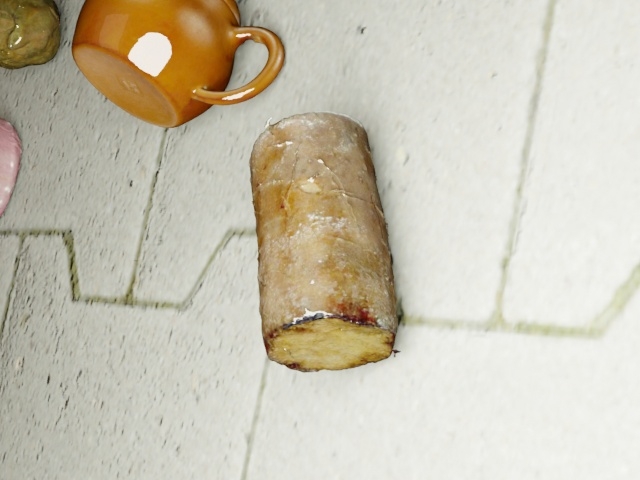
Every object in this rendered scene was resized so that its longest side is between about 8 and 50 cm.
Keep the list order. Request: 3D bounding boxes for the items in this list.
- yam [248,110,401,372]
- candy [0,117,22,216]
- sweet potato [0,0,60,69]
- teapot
[{"bbox_3d":[-0.001,0.001,0.812,0.079,0.079,0.141,-35,48,39],"label":"yam"},{"bbox_3d":[-0.291,-0.058,1.237,0.103,0.043,0.103,-25,57,44],"label":"candy"},{"bbox_3d":[-0.292,-0.191,1.273,0.273,0.075,0.075,19,90,56],"label":"sweet potato"},{"bbox_3d":[-0.097,-0.141,0.983,0.173,0.116,0.116,24,96,27],"label":"teapot"}]
